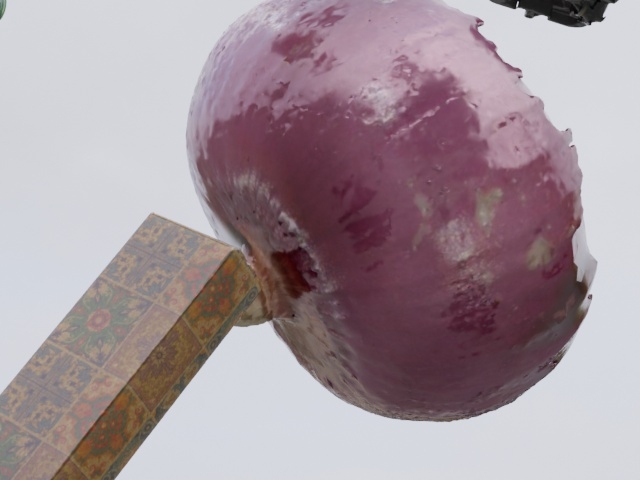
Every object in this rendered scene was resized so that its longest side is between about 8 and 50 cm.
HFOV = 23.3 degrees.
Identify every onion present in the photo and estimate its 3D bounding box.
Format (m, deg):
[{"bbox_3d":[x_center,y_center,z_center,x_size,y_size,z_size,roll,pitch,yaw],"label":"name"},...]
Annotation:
[{"bbox_3d":[0.028,-0.017,1.192,0.345,0.358,0.358,-27,-30,8],"label":"onion"}]

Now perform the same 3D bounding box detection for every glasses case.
[{"bbox_3d":[-0.127,0.087,0.882,0.075,0.218,0.049,21,-26,36],"label":"glasses case"}]

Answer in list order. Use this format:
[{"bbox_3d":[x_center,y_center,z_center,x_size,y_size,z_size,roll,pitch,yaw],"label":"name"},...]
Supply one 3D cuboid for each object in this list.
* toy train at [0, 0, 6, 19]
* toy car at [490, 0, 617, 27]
[{"bbox_3d":[-0.183,-0.090,0.635,0.103,0.064,0.044,9,-6,-18],"label":"toy train"},{"bbox_3d":[0.212,-0.247,1.281,0.097,0.100,0.191,15,-13,-11],"label":"toy car"}]
